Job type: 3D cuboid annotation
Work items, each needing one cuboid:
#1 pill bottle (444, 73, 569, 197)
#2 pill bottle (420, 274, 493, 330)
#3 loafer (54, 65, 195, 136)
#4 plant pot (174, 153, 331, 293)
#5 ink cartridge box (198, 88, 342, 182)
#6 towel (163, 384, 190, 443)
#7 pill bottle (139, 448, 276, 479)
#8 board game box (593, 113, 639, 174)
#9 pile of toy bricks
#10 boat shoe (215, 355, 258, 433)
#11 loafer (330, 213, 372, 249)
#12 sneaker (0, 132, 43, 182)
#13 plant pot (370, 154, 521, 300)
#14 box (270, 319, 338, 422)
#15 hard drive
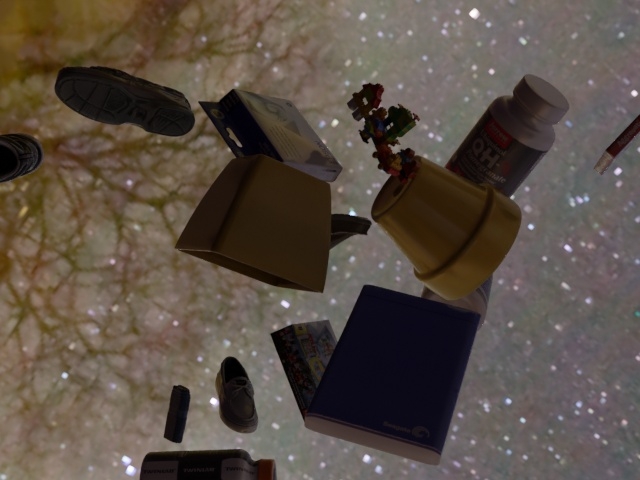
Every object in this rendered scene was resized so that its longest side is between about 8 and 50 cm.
[{"bbox_3d":[0.444,-0.231,2.337,0.318,0.176,0.176,-56,-160,32],"label":"pill bottle"},{"bbox_3d":[0.323,0.103,2.300,0.153,0.153,0.265,-39,-168,30],"label":"pill bottle"},{"bbox_3d":[-0.355,-0.261,1.780,0.096,0.267,0.084,-45,-137,35],"label":"loafer"},{"bbox_3d":[-0.098,-0.035,1.698,0.212,0.212,0.187,3,-107,64],"label":"plant pot"},{"bbox_3d":[-0.095,-0.206,1.905,0.223,0.224,0.045,54,-55,31],"label":"ink cartridge box"},{"bbox_3d":[-0.309,0.379,2.144,0.067,0.029,0.120,9,-92,58],"label":"towel"},{"bbox_3d":[-0.205,0.455,1.834,0.245,0.130,0.130,-3,-142,3],"label":"pill bottle"},{"bbox_3d":[0.673,-0.258,2.008,0.281,0.027,0.145,-45,169,-4],"label":"board game box"},{"bbox_3d":[0.147,-0.220,1.934,0.105,0.118,0.212,-40,-129,24],"label":"pile of toy bricks"},{"bbox_3d":[-0.187,0.335,2.172,0.227,0.079,0.081,-123,-141,-58],"label":"boat shoe"},{"bbox_3d":[0.000,0.000,2.085,0.251,0.094,0.087,-12,-101,33],"label":"loafer"},{"bbox_3d":[-0.666,-0.152,1.856,0.153,0.268,0.101,-144,-134,-78],"label":"sneaker"},{"bbox_3d":[0.243,-0.042,2.033,0.254,0.239,0.254,-49,-164,19],"label":"plant pot"},{"bbox_3d":[-0.005,0.223,1.727,0.044,0.159,0.233,-23,171,14],"label":"box"},{"bbox_3d":[0.124,0.203,1.577,0.319,0.210,0.040,-62,162,-49],"label":"hard drive"}]
